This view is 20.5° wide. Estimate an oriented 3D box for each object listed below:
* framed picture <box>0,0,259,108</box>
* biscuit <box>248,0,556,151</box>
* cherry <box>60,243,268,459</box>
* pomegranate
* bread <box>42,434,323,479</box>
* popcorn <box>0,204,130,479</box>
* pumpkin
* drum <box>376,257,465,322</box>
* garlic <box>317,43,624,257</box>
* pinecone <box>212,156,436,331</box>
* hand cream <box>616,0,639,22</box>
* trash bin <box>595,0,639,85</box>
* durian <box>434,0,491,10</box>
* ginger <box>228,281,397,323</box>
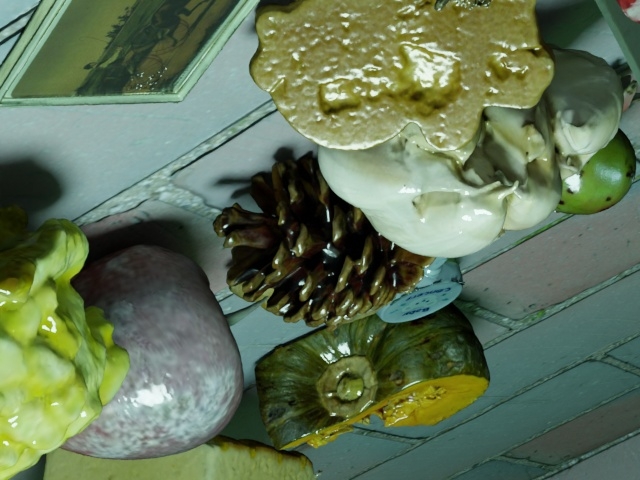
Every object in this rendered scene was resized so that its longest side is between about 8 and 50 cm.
[{"bbox_3d":[-0.138,-0.173,1.396,0.197,0.014,0.252,-5,154,-35],"label":"framed picture"},{"bbox_3d":[0.065,-0.155,1.462,0.249,0.184,0.035,-15,-160,5],"label":"biscuit"},{"bbox_3d":[-0.179,0.113,1.759,0.285,0.212,0.236,-19,174,-15],"label":"cherry"},{"bbox_3d":[0.272,-0.103,1.846,0.129,0.159,0.129,19,174,2],"label":"pomegranate"},{"bbox_3d":[-0.183,0.348,2.251,0.279,0.207,0.279,1,169,31],"label":"bread"},{"bbox_3d":[-0.308,0.082,1.557,0.293,0.293,0.237,-21,122,0],"label":"popcorn"},{"bbox_3d":[0.073,0.176,2.282,0.281,0.139,0.190,-24,158,11],"label":"pumpkin"},{"bbox_3d":[0.149,0.023,2.100,0.130,0.049,0.253,-5,154,-36],"label":"drum"},{"bbox_3d":[0.138,-0.073,1.600,0.281,0.203,0.184,-3,114,-24],"label":"garlic"},{"bbox_3d":[0.000,0.002,1.738,0.212,0.168,0.185,-1,143,-39],"label":"pinecone"},{"bbox_3d":[0.298,-0.285,1.360,0.230,0.149,0.230,-18,156,-8],"label":"hand cream"},{"bbox_3d":[0.387,-0.201,1.625,0.240,0.164,0.122,0,151,-45],"label":"trash bin"},{"bbox_3d":[0.128,-0.227,1.378,0.140,0.110,0.071,-54,171,-8],"label":"durian"},{"bbox_3d":[0.014,0.043,1.946,0.157,0.102,0.216,-29,159,38],"label":"ginger"}]
